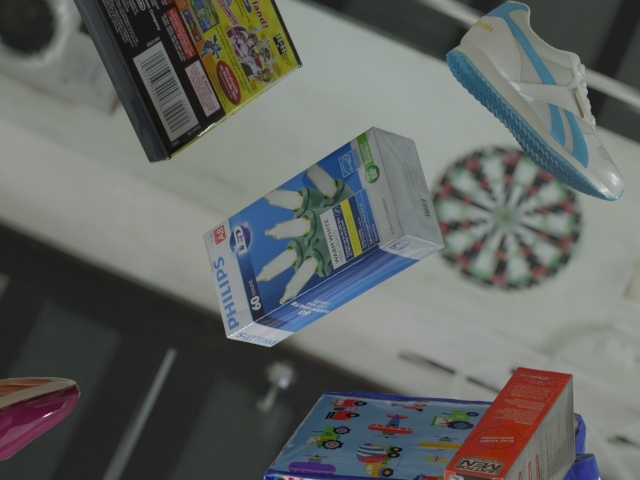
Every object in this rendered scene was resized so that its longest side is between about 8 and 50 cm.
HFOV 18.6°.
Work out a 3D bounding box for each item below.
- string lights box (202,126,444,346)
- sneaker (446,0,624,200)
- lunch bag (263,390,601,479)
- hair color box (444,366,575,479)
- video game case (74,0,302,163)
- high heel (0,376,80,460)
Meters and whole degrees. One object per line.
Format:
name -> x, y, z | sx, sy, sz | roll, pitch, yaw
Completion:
string lights box -> 0.000, 0.000, 2.115 | 0.259, 0.133, 0.076 | -31, 151, 32
sneaker -> 0.227, -0.129, 1.894 | 0.092, 0.229, 0.087 | -47, -159, -10
lunch bag -> 0.123, 0.226, 1.879 | 0.221, 0.293, 0.138 | -48, 127, -68
hair color box -> 0.128, 0.148, 1.298 | 0.141, 0.043, 0.072 | -45, 136, -55
video game case -> -0.153, -0.257, 2.092 | 0.248, 0.035, 0.275 | -39, 111, -43
high heel -> -0.388, 0.258, 1.883 | 0.127, 0.377, 0.181 | 10, -64, 61
